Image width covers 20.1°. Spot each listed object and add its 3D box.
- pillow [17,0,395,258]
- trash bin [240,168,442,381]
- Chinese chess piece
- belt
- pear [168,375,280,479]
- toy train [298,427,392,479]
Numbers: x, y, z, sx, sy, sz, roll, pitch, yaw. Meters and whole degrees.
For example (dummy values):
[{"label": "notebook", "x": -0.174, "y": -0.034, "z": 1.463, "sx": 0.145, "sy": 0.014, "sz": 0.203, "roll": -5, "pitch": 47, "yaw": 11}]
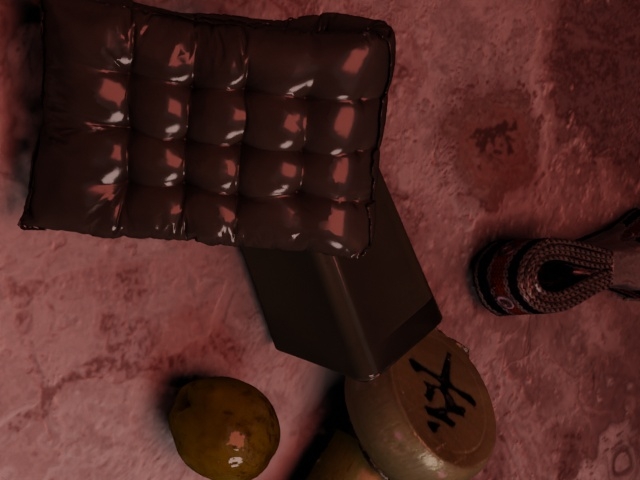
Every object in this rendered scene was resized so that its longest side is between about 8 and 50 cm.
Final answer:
[{"label": "pillow", "x": -0.102, "y": -0.108, "z": 1.649, "sx": 0.326, "sy": 0.101, "sz": 0.228, "roll": 6, "pitch": 106, "yaw": 0}, {"label": "trash bin", "x": 0.000, "y": 0.000, "z": 1.839, "sx": 0.122, "sy": 0.164, "sz": 0.240, "roll": -38, "pitch": 122, "yaw": -28}, {"label": "Chinese chess piece", "x": 0.112, "y": 0.182, "z": 1.981, "sx": 0.188, "sy": 0.083, "sz": 0.188, "roll": 33, "pitch": 40, "yaw": -33}, {"label": "belt", "x": 0.332, "y": 0.029, "z": 2.184, "sx": 0.360, "sy": 0.094, "sz": 0.126, "roll": -5, "pitch": 101, "yaw": -42}, {"label": "pear", "x": -0.096, "y": 0.195, "z": 1.845, "sx": 0.131, "sy": 0.107, "sz": 0.107, "roll": 45, "pitch": 72, "yaw": -32}, {"label": "toy train", "x": 0.006, "y": 0.356, "z": 1.995, "sx": 0.189, "sy": 0.126, "sz": 0.307, "roll": 34, "pitch": 77, "yaw": -9}]
